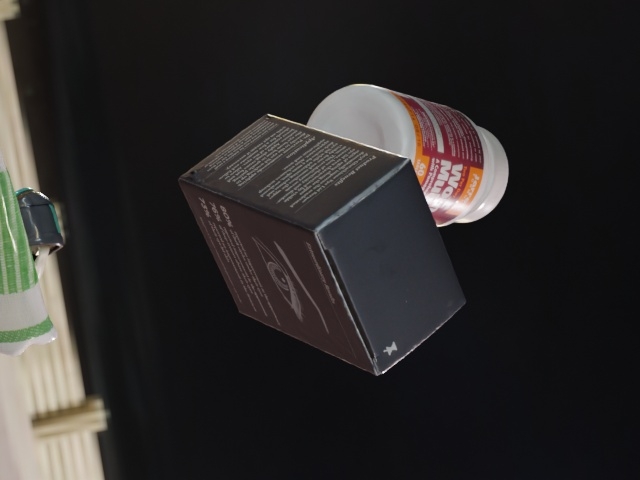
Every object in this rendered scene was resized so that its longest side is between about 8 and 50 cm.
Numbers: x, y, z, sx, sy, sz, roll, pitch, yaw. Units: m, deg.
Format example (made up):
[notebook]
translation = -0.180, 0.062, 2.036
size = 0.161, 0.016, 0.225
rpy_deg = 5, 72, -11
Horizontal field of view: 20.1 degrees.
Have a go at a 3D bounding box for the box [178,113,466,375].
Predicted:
[box]
translation = 0.000, 0.000, 1.504
size = 0.207, 0.108, 0.153
rpy_deg = 22, -38, 49

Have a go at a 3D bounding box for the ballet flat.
[ballet flat]
translation = -0.283, 0.045, 1.485
size = 0.074, 0.203, 0.074
rpy_deg = 41, 18, -17

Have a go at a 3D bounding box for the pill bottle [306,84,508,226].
[pill bottle]
translation = 0.087, -0.076, 1.732
size = 0.221, 0.121, 0.121
rpy_deg = 8, 68, -56

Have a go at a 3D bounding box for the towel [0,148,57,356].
[towel]
translation = -0.296, -0.081, 1.114
size = 0.038, 0.248, 0.325
rpy_deg = -40, 125, -53
